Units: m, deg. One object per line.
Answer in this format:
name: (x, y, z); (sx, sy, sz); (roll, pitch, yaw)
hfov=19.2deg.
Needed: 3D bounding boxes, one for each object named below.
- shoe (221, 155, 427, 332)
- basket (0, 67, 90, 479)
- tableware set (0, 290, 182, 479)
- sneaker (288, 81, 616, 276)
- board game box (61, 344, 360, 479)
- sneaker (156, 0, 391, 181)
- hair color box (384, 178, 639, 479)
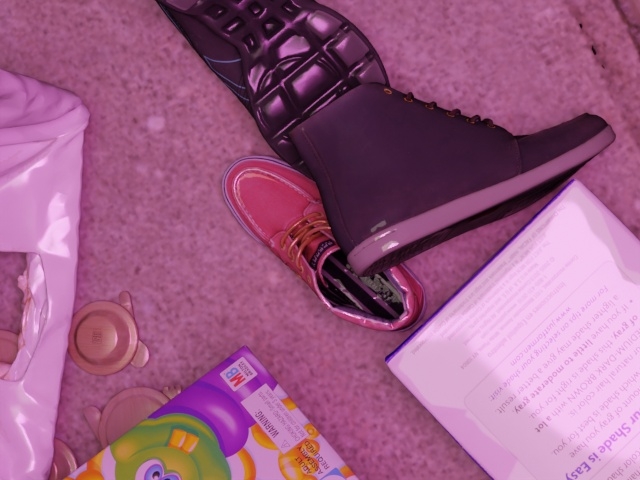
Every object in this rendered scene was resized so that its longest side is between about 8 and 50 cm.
shoe: (0.000, 0.000, 1.340); (0.178, 0.081, 0.063); (40, 94, 6)
basket: (-0.343, 0.037, 1.252); (0.266, 0.331, 0.328); (5, 90, 14)
tableware set: (-0.184, 0.119, 1.392); (0.169, 0.020, 0.141); (-20, 82, 9)
sneaker: (0.094, -0.071, 1.300); (0.222, 0.083, 0.118); (-23, 79, -25)
board game box: (-0.110, 0.225, 1.265); (0.275, 0.142, 0.144); (-37, 66, -12)
sneaker: (-0.040, -0.151, 1.346); (0.101, 0.106, 0.267); (-39, 105, 0)
hair color box: (0.228, 0.141, 1.297); (0.185, 0.110, 0.339); (-44, 83, 3)
